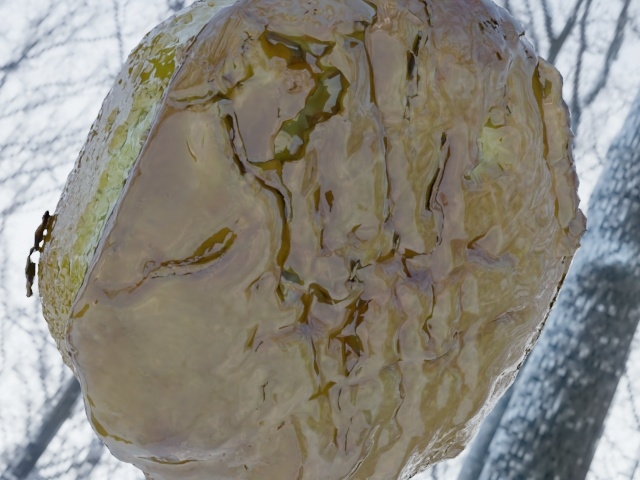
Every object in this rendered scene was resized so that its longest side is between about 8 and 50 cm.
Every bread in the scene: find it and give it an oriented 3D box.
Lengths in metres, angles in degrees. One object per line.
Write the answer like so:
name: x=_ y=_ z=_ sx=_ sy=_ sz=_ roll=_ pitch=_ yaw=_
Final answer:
bread: x=0.000 y=0.000 z=0.915 sx=0.215 sy=0.398 sz=0.398 roll=24 pitch=-29 yaw=53
